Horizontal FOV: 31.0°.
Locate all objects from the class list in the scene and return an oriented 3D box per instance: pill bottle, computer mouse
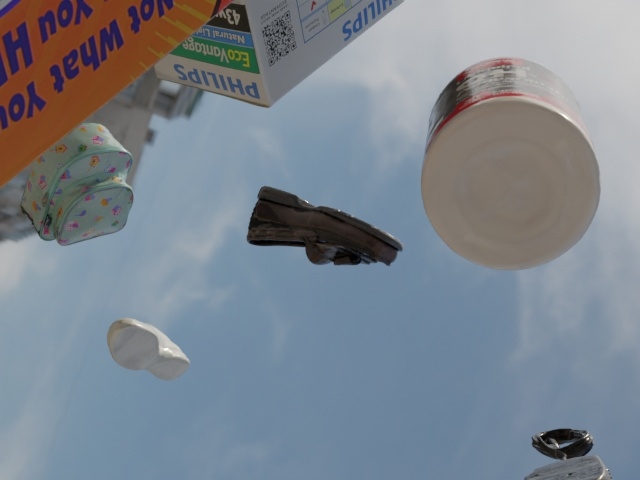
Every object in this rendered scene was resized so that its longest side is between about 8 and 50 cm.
[{"bbox_3d":[0.203,-0.102,1.257,0.176,0.176,0.318,-61,-177,21],"label":"pill bottle"},{"bbox_3d":[0.217,0.207,1.015,0.242,0.071,0.041,-22,96,-81],"label":"computer mouse"}]

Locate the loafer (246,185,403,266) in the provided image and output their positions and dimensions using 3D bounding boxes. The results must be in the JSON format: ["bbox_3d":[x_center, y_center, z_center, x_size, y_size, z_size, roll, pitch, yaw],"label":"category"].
[{"bbox_3d":[0.000,0.000,1.713,0.302,0.109,0.095,22,-97,47],"label":"loafer"}]

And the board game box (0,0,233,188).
[{"bbox_3d":[-0.287,-0.228,0.538,0.356,0.356,0.356,21,-125,40],"label":"board game box"}]

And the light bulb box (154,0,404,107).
[{"bbox_3d":[-0.082,-0.442,1.632,0.225,0.361,0.358,19,-134,33],"label":"light bulb box"}]

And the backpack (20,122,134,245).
[{"bbox_3d":[-0.391,-0.093,1.891,0.144,0.166,0.188,44,-48,33],"label":"backpack"}]

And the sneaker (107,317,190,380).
[{"bbox_3d":[-0.302,0.165,1.922,0.080,0.212,0.094,-37,-122,2],"label":"sneaker"}]
